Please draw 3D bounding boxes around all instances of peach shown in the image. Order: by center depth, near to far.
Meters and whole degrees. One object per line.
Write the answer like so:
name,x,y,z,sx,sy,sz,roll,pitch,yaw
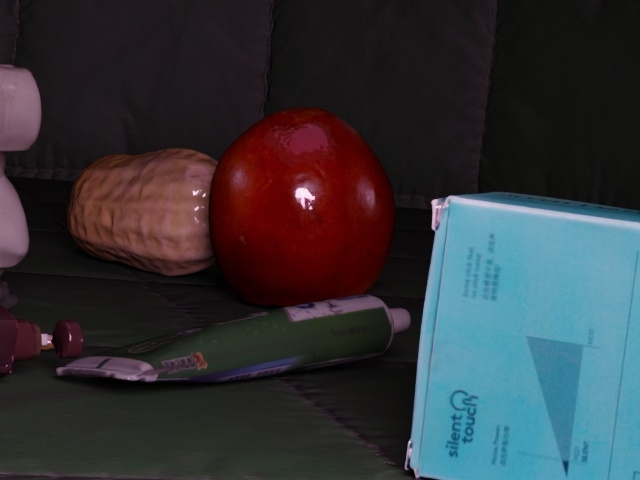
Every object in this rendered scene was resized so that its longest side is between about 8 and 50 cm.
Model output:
peach,-0.012,-0.033,2.129,0.243,0.243,0.199,0,14,-45

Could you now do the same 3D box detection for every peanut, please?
peanut,-0.216,-0.040,2.375,0.340,0.158,0.174,6,25,45

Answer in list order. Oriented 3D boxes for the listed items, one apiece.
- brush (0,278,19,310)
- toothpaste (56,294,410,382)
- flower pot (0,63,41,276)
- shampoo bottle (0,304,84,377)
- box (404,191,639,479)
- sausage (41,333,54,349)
brush,-0.356,0.031,1.672,0.051,0.070,0.323,6,7,-34
toothpaste,-0.052,0.093,1.648,0.099,0.061,0.392,0,5,43
flower pot,-0.437,-0.072,1.957,0.367,0.254,0.164,13,9,43
shampoo bottle,-0.298,0.081,1.483,0.236,0.067,0.068,1,12,-35
box,0.230,0.083,1.297,0.311,0.205,0.118,7,4,19
sausage,-0.281,0.089,1.679,0.100,0.015,0.015,5,5,-15
